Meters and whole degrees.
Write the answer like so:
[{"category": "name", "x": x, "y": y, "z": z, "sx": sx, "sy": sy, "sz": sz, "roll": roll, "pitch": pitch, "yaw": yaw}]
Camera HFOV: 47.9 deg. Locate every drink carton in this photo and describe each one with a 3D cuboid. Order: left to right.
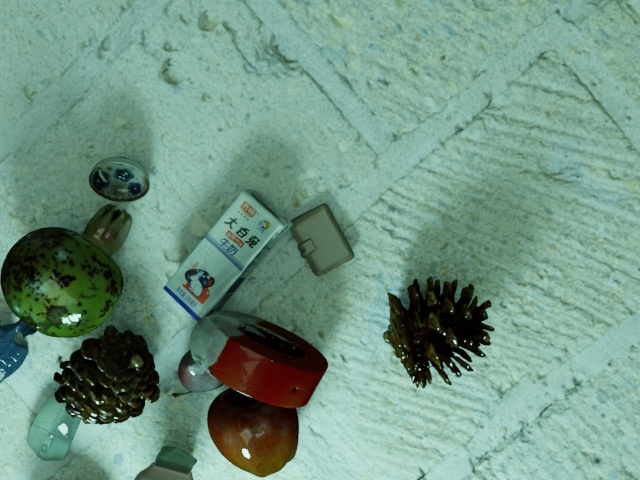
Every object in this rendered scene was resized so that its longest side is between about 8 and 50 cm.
[{"category": "drink carton", "x": -0.217, "y": 0.034, "z": 1.701, "sx": 0.130, "sy": 0.106, "sz": 0.315, "roll": 42, "pitch": 101, "yaw": 6}]

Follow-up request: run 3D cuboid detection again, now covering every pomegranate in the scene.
[{"category": "pomegranate", "x": -0.569, "y": 0.057, "z": 1.682, "sx": 0.285, "sy": 0.285, "sz": 0.340, "roll": 34, "pitch": 69, "yaw": -3}]

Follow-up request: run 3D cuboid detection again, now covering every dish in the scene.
[{"category": "dish", "x": -0.472, "y": -0.164, "z": 1.705, "sx": 0.141, "sy": 0.078, "sz": 0.141, "roll": -3, "pitch": 143, "yaw": -2}]

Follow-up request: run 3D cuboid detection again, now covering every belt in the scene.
[{"category": "belt", "x": -0.144, "y": 0.271, "z": 1.681, "sx": 0.324, "sy": 0.227, "sz": 0.115, "roll": 24, "pitch": 101, "yaw": -18}]

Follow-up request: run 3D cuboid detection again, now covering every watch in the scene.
[{"category": "watch", "x": -0.377, "y": 0.620, "z": 1.767, "sx": 0.162, "sy": 0.241, "sz": 0.253, "roll": 19, "pitch": 104, "yaw": -4}]

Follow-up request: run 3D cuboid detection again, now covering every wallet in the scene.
[{"category": "wallet", "x": 0.000, "y": 0.000, "z": 1.720, "sx": 0.118, "sy": 0.039, "sz": 0.152, "roll": -26, "pitch": 95, "yaw": 9}]

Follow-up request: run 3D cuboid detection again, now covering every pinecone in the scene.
[{"category": "pinecone", "x": -0.511, "y": 0.334, "z": 1.736, "sx": 0.272, "sy": 0.224, "sz": 0.224, "roll": -36, "pitch": 97, "yaw": 30}, {"category": "pinecone", "x": 0.271, "y": 0.197, "z": 1.638, "sx": 0.264, "sy": 0.264, "sz": 0.264, "roll": 1, "pitch": 101, "yaw": 4}]

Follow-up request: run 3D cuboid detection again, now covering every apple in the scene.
[{"category": "apple", "x": -0.154, "y": 0.452, "z": 1.733, "sx": 0.234, "sy": 0.234, "sz": 0.234, "roll": 1, "pitch": 101, "yaw": 4}]

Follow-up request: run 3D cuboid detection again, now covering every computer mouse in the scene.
[{"category": "computer mouse", "x": -0.683, "y": 0.482, "z": 1.848, "sx": 0.113, "sy": 0.068, "sz": 0.229, "roll": 27, "pitch": 102, "yaw": 0}]

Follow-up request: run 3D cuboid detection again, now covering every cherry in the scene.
[{"category": "cherry", "x": -0.315, "y": 0.324, "z": 1.758, "sx": 0.188, "sy": 0.148, "sz": 0.115, "roll": -19, "pitch": 91, "yaw": 8}]

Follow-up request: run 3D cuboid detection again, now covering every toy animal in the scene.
[{"category": "toy animal", "x": -0.807, "y": 0.257, "z": 1.769, "sx": 0.176, "sy": 0.239, "sz": 0.255, "roll": 9, "pitch": 58, "yaw": 29}]
